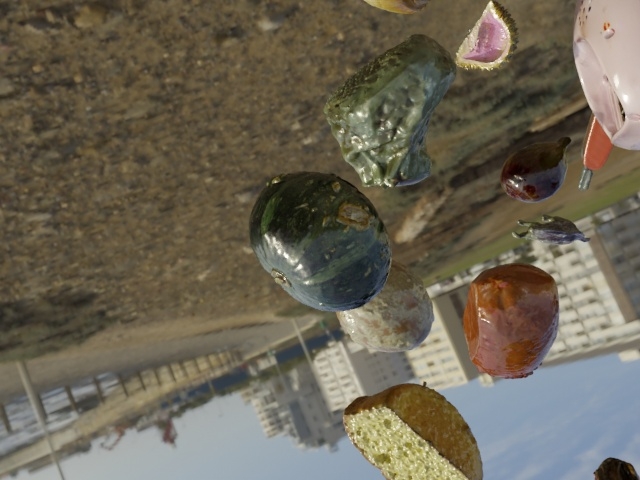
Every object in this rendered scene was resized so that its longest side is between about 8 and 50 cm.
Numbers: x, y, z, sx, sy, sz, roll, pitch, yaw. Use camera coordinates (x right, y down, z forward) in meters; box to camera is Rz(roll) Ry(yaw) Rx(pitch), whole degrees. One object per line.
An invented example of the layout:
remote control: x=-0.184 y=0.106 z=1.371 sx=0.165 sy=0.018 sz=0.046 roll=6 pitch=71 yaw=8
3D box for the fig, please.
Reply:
fig: x=0.407 y=-0.140 z=1.492 sx=0.154 sy=0.109 sz=0.103 roll=-51 pitch=169 yaw=-10

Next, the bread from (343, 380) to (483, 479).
bread: x=0.220 y=0.433 z=1.778 sx=0.194 sy=0.340 sz=0.179 roll=-44 pitch=-176 yaw=41

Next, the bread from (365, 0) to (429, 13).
bread: x=0.104 y=-0.392 z=0.945 sx=0.198 sy=0.120 sz=0.236 roll=-5 pitch=122 yaw=-56

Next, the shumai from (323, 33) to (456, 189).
shumai: x=0.153 y=-0.217 z=1.372 sx=0.261 sy=0.222 sz=0.225 roll=-31 pitch=-164 yaw=49

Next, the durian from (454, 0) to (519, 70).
durian: x=0.443 y=-0.529 z=2.111 sx=0.132 sy=0.182 sz=0.165 roll=17 pitch=-168 yaw=-10

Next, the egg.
egg: x=0.141 y=0.144 z=1.777 sx=0.203 sy=0.245 sz=0.203 roll=-49 pitch=-167 yaw=15

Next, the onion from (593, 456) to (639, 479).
onion: x=0.523 y=0.587 z=1.478 sx=0.398 sy=0.398 sz=0.420 roll=-17 pitch=136 yaw=-39

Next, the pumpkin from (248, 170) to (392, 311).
pumpkin: x=0.000 y=0.001 z=0.986 sx=0.146 sy=0.190 sz=0.190 roll=-60 pitch=-179 yaw=-13

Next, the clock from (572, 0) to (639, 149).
clock: x=0.556 y=-0.345 z=1.338 sx=0.251 sy=0.376 sz=0.368 roll=-13 pitch=174 yaw=11

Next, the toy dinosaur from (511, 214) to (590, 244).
toy dinosaur: x=0.641 y=-0.024 z=2.240 sx=0.294 sy=0.077 sz=0.162 roll=-10 pitch=-163 yaw=-44

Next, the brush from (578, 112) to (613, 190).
brush: x=0.675 y=-0.245 z=1.934 sx=0.070 sy=0.051 sz=0.323 roll=11 pitch=134 yaw=9

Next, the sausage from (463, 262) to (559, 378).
sausage: x=0.325 y=0.136 z=1.370 sx=0.141 sy=0.153 sz=0.268 roll=-9 pitch=146 yaw=1
